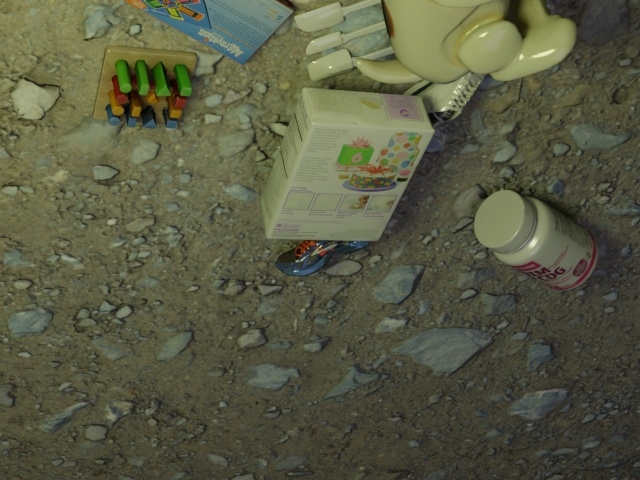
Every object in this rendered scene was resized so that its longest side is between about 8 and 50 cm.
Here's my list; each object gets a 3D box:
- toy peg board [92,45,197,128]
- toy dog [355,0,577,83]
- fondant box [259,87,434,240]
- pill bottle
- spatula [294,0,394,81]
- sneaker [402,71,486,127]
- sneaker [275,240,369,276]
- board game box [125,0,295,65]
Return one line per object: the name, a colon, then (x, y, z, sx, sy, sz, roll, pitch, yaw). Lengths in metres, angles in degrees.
toy peg board: (-0.307, -0.251, 2.023, 0.161, 0.079, 0.161, 1, 137, -22)
toy dog: (0.164, -0.452, 1.855, 0.395, 0.285, 0.408, -20, 144, 32)
fondant box: (0.042, -0.134, 2.166, 0.238, 0.096, 0.330, 1, 142, -20)
pill bottle: (0.479, -0.002, 2.556, 0.283, 0.160, 0.160, 25, 125, -40)
spatula: (0.084, -0.379, 2.074, 0.242, 0.019, 0.168, -18, 136, -1)
sneaker: (0.258, -0.288, 2.185, 0.090, 0.095, 0.235, 25, 123, -39)
sneaker: (0.000, 0.000, 2.454, 0.221, 0.083, 0.087, -28, 127, 4)
board game box: (-0.192, -0.405, 1.926, 0.281, 0.027, 0.145, 24, 124, -40)
